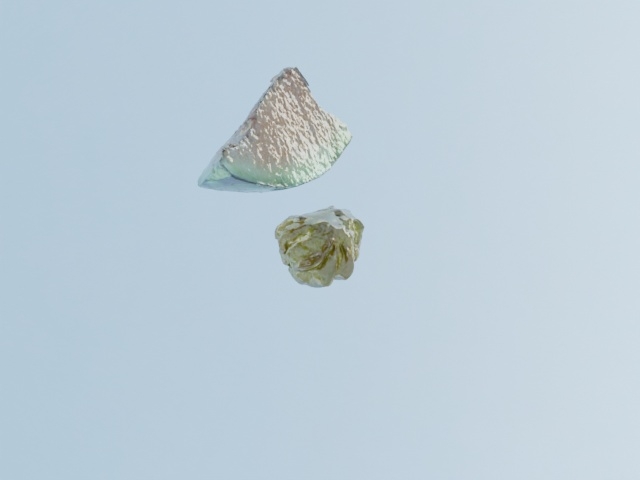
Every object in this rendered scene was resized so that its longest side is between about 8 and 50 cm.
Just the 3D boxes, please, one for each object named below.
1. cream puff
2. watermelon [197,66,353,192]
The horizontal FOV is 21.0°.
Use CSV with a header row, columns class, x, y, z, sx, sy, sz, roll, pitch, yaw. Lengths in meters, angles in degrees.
class,x,y,z,sx,sy,sz,roll,pitch,yaw
cream puff,0.000,0.000,1.405,0.083,0.058,0.083,0,-134,-46
watermelon,-0.051,-0.065,1.259,0.101,0.155,0.080,-13,-64,21
